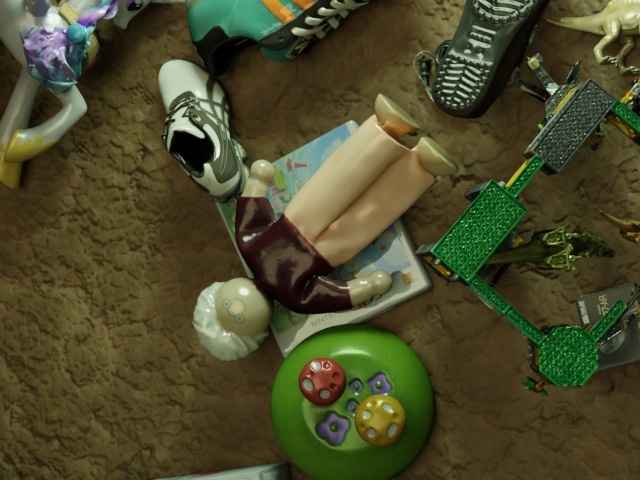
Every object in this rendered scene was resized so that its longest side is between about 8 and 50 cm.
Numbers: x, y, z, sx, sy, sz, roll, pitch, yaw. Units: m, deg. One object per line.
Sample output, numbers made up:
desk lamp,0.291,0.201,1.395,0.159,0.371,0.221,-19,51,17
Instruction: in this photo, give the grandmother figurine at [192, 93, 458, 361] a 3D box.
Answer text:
grandmother figurine,-0.015,-0.004,1.758,0.342,0.104,0.208,-47,65,10

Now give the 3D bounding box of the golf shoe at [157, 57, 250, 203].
golf shoe,-0.145,-0.138,1.831,0.077,0.094,0.198,-37,64,17

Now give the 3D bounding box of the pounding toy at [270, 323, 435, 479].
pounding toy,0.033,0.203,1.718,0.183,0.110,0.236,1,81,2

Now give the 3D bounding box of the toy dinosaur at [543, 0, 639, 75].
toy dinosaur,0.318,-0.226,1.700,0.183,0.053,0.092,-9,68,27

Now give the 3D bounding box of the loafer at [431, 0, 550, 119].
loafer,0.189,-0.225,1.709,0.080,0.078,0.220,30,86,22

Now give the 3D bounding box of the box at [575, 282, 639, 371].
box,0.314,0.093,1.696,0.067,0.018,0.083,-15,83,19

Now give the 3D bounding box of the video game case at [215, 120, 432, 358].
video game case,0.000,0.000,1.815,0.193,0.023,0.212,-28,79,17

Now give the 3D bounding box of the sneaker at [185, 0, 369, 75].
sneaker,-0.013,-0.266,1.793,0.302,0.108,0.121,-13,84,28

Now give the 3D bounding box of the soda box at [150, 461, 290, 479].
soda box,-0.174,0.323,1.832,0.286,0.091,0.098,-10,85,20

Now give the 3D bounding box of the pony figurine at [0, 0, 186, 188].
pony figurine,-0.367,-0.282,1.862,0.351,0.303,0.363,39,99,-15

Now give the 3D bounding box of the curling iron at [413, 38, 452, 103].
curling iron,0.185,-0.274,1.750,0.068,0.035,0.274,33,100,18

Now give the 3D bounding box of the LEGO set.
LEGO set,0.254,-0.014,1.664,0.255,0.192,0.331,32,88,-2
